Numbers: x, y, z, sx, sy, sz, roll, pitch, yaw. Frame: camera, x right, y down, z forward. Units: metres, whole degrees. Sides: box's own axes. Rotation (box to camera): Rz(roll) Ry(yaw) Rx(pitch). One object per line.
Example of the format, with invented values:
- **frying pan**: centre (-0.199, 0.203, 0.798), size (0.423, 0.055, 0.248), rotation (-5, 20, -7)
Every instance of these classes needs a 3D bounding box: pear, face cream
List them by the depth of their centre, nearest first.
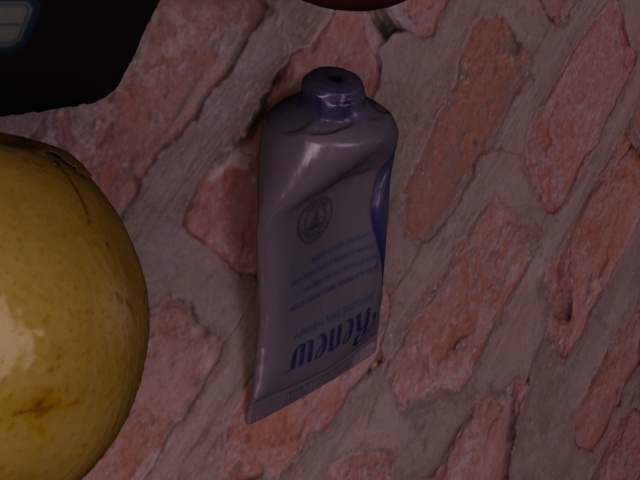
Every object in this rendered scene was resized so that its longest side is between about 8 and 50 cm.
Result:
- **pear**: centre (-0.301, 0.064, 1.017), size (0.348, 0.348, 0.348), rotation (-16, 112, -44)
- **face cream**: centre (0.000, 0.000, 1.515), size (0.235, 0.137, 0.420), rotation (-27, 131, -42)

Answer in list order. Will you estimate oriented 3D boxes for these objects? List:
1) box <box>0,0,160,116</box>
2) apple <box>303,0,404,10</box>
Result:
- **box**: centre (-0.266, -0.242, 1.025), size (0.359, 0.091, 0.350), rotation (-14, 145, -42)
- **apple**: centre (0.011, -0.381, 1.301), size (0.306, 0.235, 0.305), rotation (-16, 109, -57)
